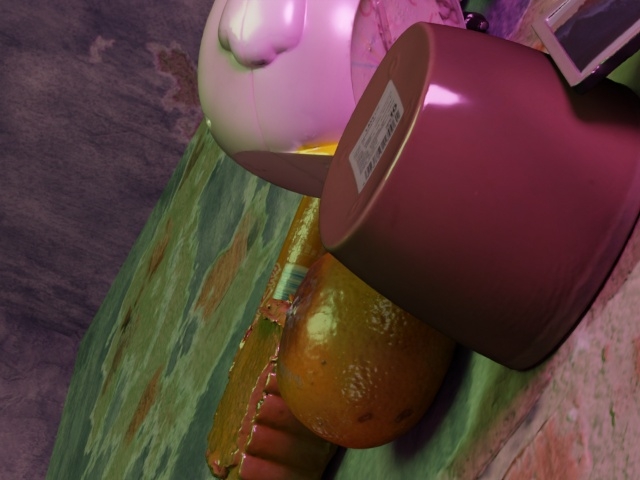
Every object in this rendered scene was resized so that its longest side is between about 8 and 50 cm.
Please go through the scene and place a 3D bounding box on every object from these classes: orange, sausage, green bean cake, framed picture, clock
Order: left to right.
[{"bbox_3d":[-0.040,0.190,1.962,0.224,0.131,0.229,-144,76,-79],"label":"green bean cake"},{"bbox_3d":[0.000,0.000,2.221,0.312,0.093,0.093,-69,13,-14],"label":"sausage"},{"bbox_3d":[0.019,-0.244,1.973,0.251,0.368,0.376,2,73,37],"label":"clock"},{"bbox_3d":[0.042,0.103,1.701,0.224,0.170,0.224,-57,15,25],"label":"orange"},{"bbox_3d":[0.304,-0.244,1.431,0.265,0.018,0.192,-41,21,12],"label":"framed picture"}]

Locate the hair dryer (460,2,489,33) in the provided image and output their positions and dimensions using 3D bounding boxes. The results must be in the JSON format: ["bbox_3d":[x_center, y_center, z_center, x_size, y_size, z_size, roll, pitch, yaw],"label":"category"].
[{"bbox_3d":[0.171,-0.301,2.153,0.114,0.071,0.248,-66,17,1],"label":"hair dryer"}]

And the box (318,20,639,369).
[{"bbox_3d":[0.139,-0.053,1.510,0.301,0.216,0.301,-58,17,30],"label":"box"}]
